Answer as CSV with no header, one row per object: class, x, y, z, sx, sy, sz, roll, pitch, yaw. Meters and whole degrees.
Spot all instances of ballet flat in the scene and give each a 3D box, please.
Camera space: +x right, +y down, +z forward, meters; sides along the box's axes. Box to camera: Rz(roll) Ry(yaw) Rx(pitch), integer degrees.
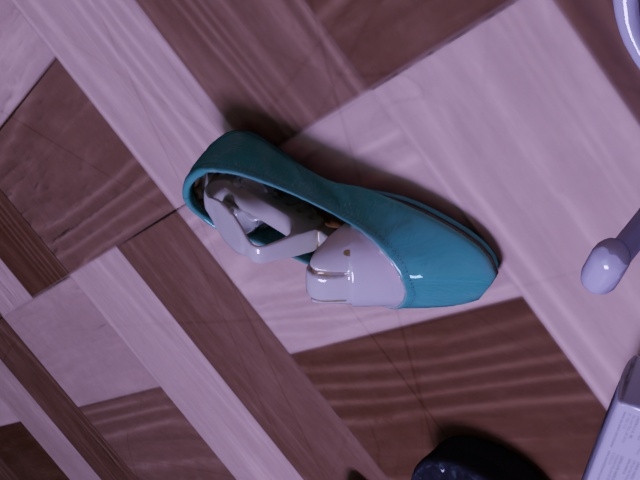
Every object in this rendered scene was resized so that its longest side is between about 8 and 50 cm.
ballet flat,0.000,0.000,0.758,0.247,0.087,0.083,27,144,31

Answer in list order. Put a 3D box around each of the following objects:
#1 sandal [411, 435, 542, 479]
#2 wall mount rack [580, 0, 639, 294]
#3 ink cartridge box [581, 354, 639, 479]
sandal,0.181,0.352,0.949,0.167,0.107,0.446,19,127,42
wall mount rack,0.241,-0.024,0.375,0.350,0.130,0.304,37,149,16
ink cartridge box,0.256,0.151,0.673,0.179,0.045,0.145,17,141,13
